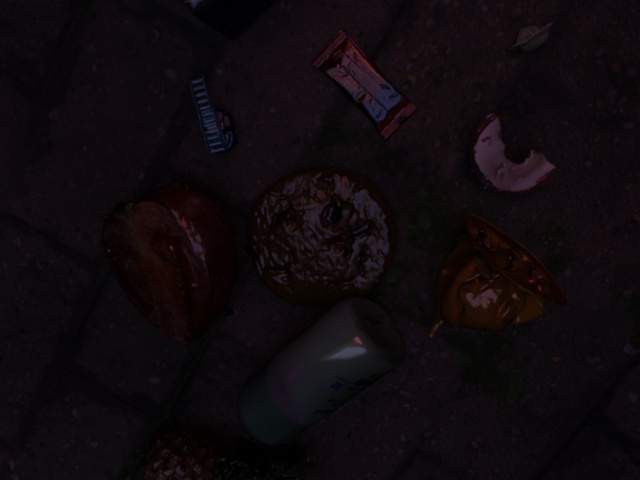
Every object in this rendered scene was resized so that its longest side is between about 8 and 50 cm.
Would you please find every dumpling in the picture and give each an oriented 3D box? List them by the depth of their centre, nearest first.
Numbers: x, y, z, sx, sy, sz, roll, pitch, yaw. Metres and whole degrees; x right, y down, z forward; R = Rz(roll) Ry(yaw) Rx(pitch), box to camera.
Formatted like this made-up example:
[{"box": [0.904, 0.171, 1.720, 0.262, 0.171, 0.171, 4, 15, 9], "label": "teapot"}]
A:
[{"box": [0.362, -0.348, 0.896, 0.077, 0.059, 0.043, -7, 94, 7], "label": "dumpling"}]

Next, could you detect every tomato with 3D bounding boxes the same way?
[{"box": [-0.246, 0.026, 0.969, 0.309, 0.170, 0.309, 21, 129, 28], "label": "tomato"}]

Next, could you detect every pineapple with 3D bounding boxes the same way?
[{"box": [-0.171, 0.480, 1.074, 0.364, 0.165, 0.165, 4, 103, 0], "label": "pineapple"}]

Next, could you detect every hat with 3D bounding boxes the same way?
[{"box": [0.271, 0.109, 0.947, 0.233, 0.244, 0.233, 40, 116, 2], "label": "hat"}]

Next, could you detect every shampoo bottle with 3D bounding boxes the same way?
[{"box": [-0.016, 0.260, 0.997, 0.349, 0.222, 0.151, -41, 64, 21], "label": "shampoo bottle"}]

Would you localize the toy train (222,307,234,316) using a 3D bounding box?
[{"box": [-0.218, 0.140, 1.068, 0.083, 0.017, 0.017, 15, 105, 0], "label": "toy train"}]

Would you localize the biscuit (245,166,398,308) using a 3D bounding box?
[{"box": [0.000, 0.000, 0.992, 0.296, 0.075, 0.296, 1, 103, 4], "label": "biscuit"}]

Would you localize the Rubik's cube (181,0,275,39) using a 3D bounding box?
[{"box": [-0.148, -0.491, 0.805, 0.237, 0.237, 0.238, -36, 99, 9], "label": "Rubik's cube"}]

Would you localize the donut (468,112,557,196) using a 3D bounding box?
[{"box": [0.330, -0.138, 0.944, 0.166, 0.065, 0.117, 37, 101, -4], "label": "donut"}]

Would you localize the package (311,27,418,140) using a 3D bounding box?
[{"box": [0.080, -0.280, 0.948, 0.200, 0.022, 0.083, 45, 103, -8], "label": "package"}]

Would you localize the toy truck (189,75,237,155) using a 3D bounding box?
[{"box": [-0.198, -0.225, 0.952, 0.063, 0.074, 0.136, -14, 101, 7], "label": "toy truck"}]
